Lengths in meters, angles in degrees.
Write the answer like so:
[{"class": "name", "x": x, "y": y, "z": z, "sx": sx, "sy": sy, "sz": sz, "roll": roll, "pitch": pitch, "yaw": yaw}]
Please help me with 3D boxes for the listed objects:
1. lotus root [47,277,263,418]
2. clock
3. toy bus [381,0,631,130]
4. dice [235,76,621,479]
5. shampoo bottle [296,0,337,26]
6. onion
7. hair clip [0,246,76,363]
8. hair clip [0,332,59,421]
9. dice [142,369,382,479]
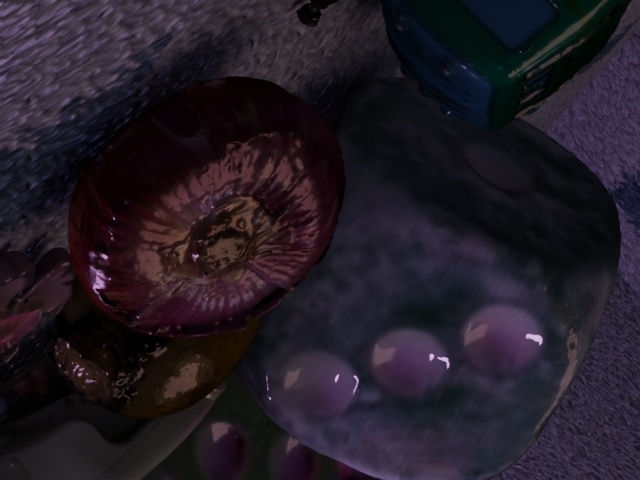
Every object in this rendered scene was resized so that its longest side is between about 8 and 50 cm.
[{"class": "lotus root", "x": -0.145, "y": 0.069, "z": 1.488, "sx": 0.141, "sy": 0.169, "sz": 0.314, "roll": -29, "pitch": -175, "yaw": 41}, {"class": "clock", "x": -0.234, "y": 0.178, "z": 1.647, "sx": 0.265, "sy": 0.109, "sz": 0.324, "roll": -23, "pitch": -166, "yaw": 42}, {"class": "toy bus", "x": 0.157, "y": -0.212, "z": 1.353, "sx": 0.199, "sy": 0.183, "sz": 0.343, "roll": -46, "pitch": 173, "yaw": 0}, {"class": "dice", "x": 0.108, "y": 0.049, "z": 1.706, "sx": 0.330, "sy": 0.328, "sz": 0.348, "roll": -70, "pitch": -173, "yaw": -59}, {"class": "shampoo bottle", "x": 0.020, "y": -0.218, "z": 1.232, "sx": 0.048, "sy": 0.027, "sz": 0.137, "roll": -39, "pitch": 173, "yaw": -44}, {"class": "onion", "x": -0.095, "y": -0.039, "z": 1.239, "sx": 0.230, "sy": 0.163, "sz": 0.230, "roll": -13, "pitch": 132, "yaw": -14}, {"class": "hair clip", "x": -0.291, "y": 0.090, "z": 1.212, "sx": 0.173, "sy": 0.069, "sz": 0.300, "roll": -43, "pitch": -177, "yaw": 20}, {"class": "hair clip", "x": -0.279, "y": 0.130, "z": 1.576, "sx": 0.214, "sy": 0.056, "sz": 0.062, "roll": -41, "pitch": 179, "yaw": -7}, {"class": "dice", "x": -0.120, "y": 0.283, "z": 1.940, "sx": 0.318, "sy": 0.330, "sz": 0.322, "roll": -41, "pitch": -168, "yaw": -35}]
